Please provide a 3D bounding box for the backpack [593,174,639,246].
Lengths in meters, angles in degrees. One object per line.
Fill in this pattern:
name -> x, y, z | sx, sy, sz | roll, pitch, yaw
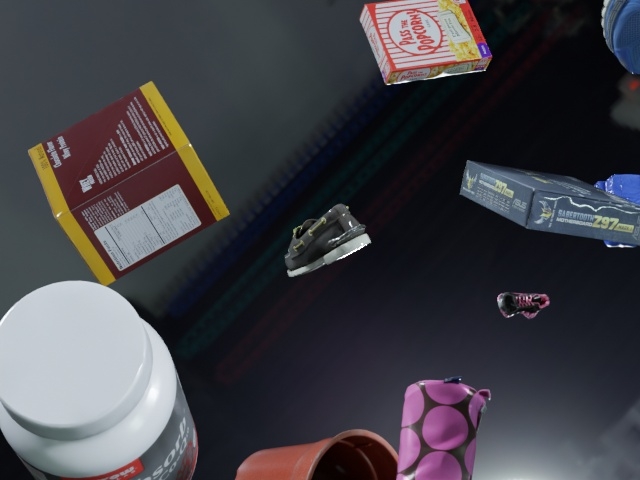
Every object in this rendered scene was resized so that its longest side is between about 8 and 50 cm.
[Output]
backpack -> 0.546, -0.047, 2.400 | 0.098, 0.101, 0.120 | 80, 8, -59

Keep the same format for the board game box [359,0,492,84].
board game box -> 0.183, -0.354, 2.284 | 0.045, 0.193, 0.147 | 113, -38, -59

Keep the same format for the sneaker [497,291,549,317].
sneaker -> 0.366, 0.110, 2.342 | 0.119, 0.057, 0.047 | 3, 69, -45

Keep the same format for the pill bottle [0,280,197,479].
pill bottle -> -0.267, 0.200, 1.552 | 0.210, 0.210, 0.363 | 42, -18, 20

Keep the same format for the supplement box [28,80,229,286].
supplement box -> -0.257, -0.078, 1.734 | 0.191, 0.194, 0.129 | 55, -7, 51

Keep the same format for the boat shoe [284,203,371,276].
boat shoe -> 0.000, 0.000, 1.845 | 0.069, 0.081, 0.228 | 63, -25, -1

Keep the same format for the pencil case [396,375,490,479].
pencil case -> 0.134, 0.261, 1.475 | 0.098, 0.209, 0.095 | 6, -19, 7

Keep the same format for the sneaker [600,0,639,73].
sneaker -> 0.443, -0.280, 1.542 | 0.330, 0.129, 0.147 | 119, -45, -64

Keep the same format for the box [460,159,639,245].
box -> 0.326, -0.056, 1.847 | 0.183, 0.059, 0.232 | 7, 11, -18

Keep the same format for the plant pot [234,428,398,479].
plant pot -> -0.018, 0.498, 2.489 | 0.265, 0.272, 0.272 | -9, -47, 47
